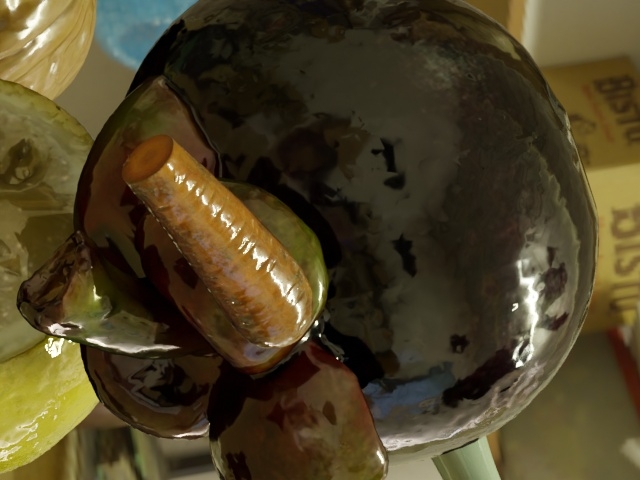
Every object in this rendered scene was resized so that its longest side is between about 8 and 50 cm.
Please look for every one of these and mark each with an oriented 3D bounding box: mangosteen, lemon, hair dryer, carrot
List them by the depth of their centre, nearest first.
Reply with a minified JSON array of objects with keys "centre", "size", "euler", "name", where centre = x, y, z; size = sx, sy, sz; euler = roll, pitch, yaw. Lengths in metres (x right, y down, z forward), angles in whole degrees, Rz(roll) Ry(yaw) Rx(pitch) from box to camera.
[{"centre":[-0.032,0.002,0.410],"size":[0.093,0.032,0.032],"euler":[53,17,-39],"name":"carrot"},{"centre":[0.000,0.000,0.877],"size":[0.435,0.382,0.382],"euler":[-42,126,-59],"name":"mangosteen"},{"centre":[-0.330,0.053,1.071],"size":[0.364,0.364,0.364],"euler":[170,-90,-89],"name":"lemon"},{"centre":[0.057,0.207,1.206],"size":[0.075,0.237,0.206],"euler":[-34,106,-61],"name":"hair dryer"}]

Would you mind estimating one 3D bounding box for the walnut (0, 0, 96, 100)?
[{"centre":[-0.409,-0.255,1.178],"size":[0.354,0.398,0.308],"euler":[95,-12,-61],"name":"walnut"}]
